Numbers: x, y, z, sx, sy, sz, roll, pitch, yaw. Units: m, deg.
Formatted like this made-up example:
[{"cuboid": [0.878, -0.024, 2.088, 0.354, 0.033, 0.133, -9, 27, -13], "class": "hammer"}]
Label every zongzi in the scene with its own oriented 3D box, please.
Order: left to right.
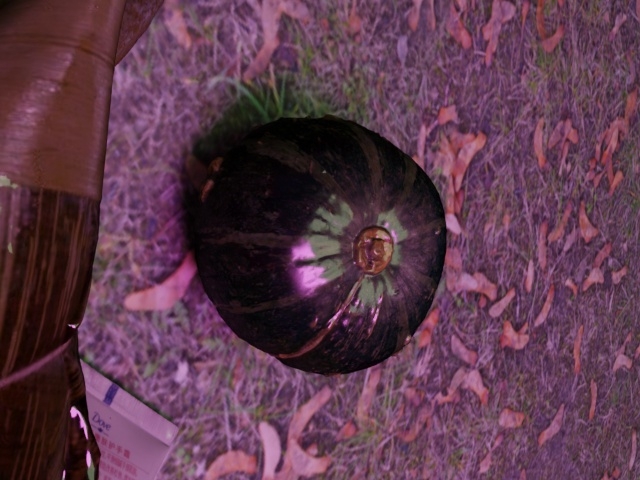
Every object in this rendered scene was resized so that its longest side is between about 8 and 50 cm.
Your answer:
[{"cuboid": [-0.224, -0.006, 0.322, 0.289, 0.154, 0.317, 4, 102, -48], "class": "zongzi"}]

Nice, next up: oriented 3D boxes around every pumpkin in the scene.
[{"cuboid": [0.001, 0.001, 0.592, 0.190, 0.146, 0.190, -12, 107, -44], "class": "pumpkin"}]

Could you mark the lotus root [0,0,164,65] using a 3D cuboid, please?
[{"cuboid": [-0.140, -0.152, 0.457, 0.113, 0.088, 0.192, 51, 60, -32], "class": "lotus root"}]

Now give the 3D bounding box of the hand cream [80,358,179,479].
[{"cuboid": [-0.178, 0.193, 0.495, 0.133, 0.083, 0.248, 52, 49, -39], "class": "hand cream"}]
